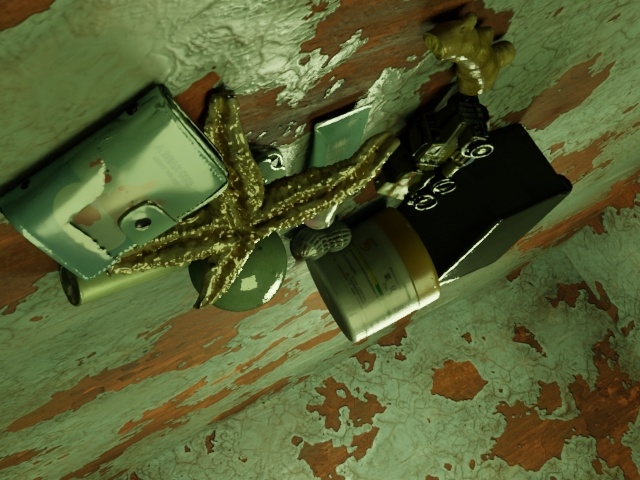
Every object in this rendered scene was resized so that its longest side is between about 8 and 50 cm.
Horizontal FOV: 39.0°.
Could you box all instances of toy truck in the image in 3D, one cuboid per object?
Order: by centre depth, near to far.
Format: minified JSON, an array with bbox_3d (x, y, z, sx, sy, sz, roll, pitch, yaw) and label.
[{"bbox_3d":[0.206,-0.170,1.678,0.127,0.127,0.257,6,149,-32],"label":"toy truck"}]

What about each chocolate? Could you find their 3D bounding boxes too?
[{"bbox_3d":[0.000,0.000,1.895,0.167,0.072,0.072,-17,158,-43],"label":"chocolate"}]

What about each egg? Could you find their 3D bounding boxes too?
[{"bbox_3d":[-0.141,0.038,1.554,0.169,0.169,0.236,-31,178,-3],"label":"egg"}]

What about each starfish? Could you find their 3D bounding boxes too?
[{"bbox_3d":[-0.122,-0.075,1.317,0.432,0.082,0.324,-39,135,15],"label":"starfish"}]

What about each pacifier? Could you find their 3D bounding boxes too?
[{"bbox_3d":[-0.077,-0.077,1.449,0.127,0.116,0.150,-58,160,-3],"label":"pacifier"}]

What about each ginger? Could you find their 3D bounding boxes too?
[{"bbox_3d":[0.239,-0.298,1.459,0.118,0.065,0.299,-51,160,16],"label":"ginger"}]

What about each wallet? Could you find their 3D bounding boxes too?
[{"bbox_3d":[-0.254,-0.068,1.148,0.250,0.075,0.176,-34,138,4],"label":"wallet"}]

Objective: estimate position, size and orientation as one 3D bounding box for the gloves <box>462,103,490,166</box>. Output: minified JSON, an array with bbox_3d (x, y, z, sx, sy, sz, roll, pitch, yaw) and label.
[{"bbox_3d":[0.263,-0.193,1.801,0.119,0.097,0.229,4,159,-12],"label":"gloves"}]

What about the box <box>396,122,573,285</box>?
[{"bbox_3d":[0.357,-0.077,2.091,0.251,0.204,0.345,-21,161,-33],"label":"box"}]

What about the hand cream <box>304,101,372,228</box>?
[{"bbox_3d":[0.020,-0.125,1.573,0.111,0.070,0.312,-23,158,-19],"label":"hand cream"}]

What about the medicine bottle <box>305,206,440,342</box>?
[{"bbox_3d":[0.115,0.078,2.031,0.232,0.238,0.238,-29,164,-8],"label":"medicine bottle"}]

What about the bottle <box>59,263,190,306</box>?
[{"bbox_3d":[-0.307,0.040,1.435,0.201,0.072,0.072,-21,161,-36],"label":"bottle"}]
